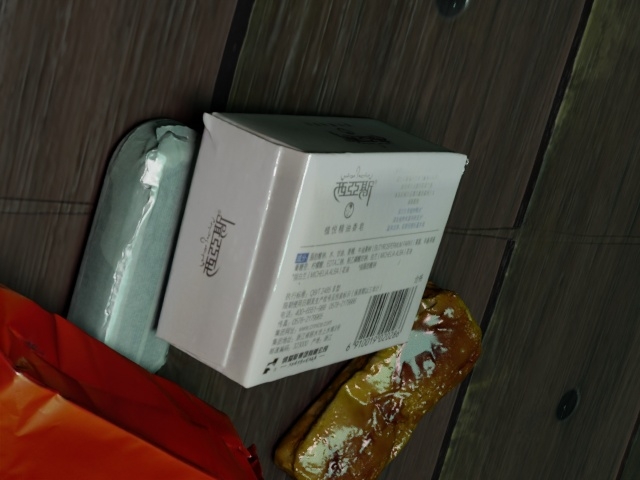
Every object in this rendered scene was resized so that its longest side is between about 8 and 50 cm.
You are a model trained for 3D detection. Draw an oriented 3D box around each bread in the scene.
[{"bbox_3d":[0.068,0.171,1.234,0.271,0.077,0.139,-46,133,-13],"label":"bread"}]

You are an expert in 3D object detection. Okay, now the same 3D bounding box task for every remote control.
[{"bbox_3d":[-0.153,0.019,0.957,0.104,0.052,0.247,5,105,-50],"label":"remote control"}]

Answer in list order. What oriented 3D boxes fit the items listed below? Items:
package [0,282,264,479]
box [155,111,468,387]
[{"bbox_3d":[-0.219,0.166,0.878,0.196,0.123,0.423,-38,137,7],"label":"package"},{"bbox_3d":[-0.002,-0.001,1.012,0.274,0.116,0.203,-8,118,-56],"label":"box"}]
